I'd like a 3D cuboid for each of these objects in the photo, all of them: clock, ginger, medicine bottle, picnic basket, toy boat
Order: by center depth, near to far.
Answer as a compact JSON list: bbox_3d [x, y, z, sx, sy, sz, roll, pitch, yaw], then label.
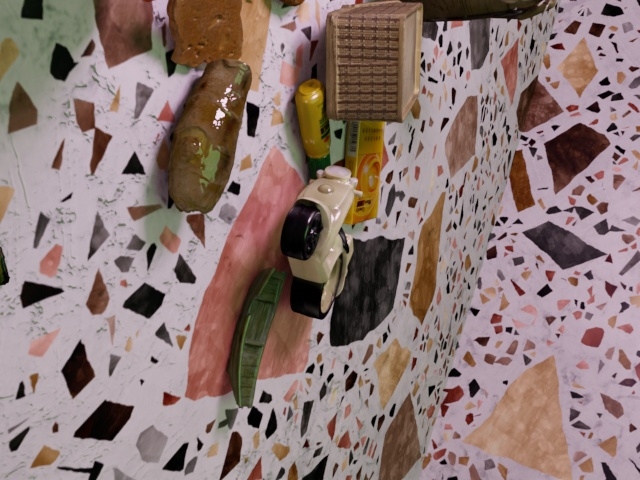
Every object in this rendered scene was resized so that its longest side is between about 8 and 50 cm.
[{"bbox_3d":[-0.187,-0.172,1.148,0.116,0.109,0.263,23,79,-34],"label":"ginger"},{"bbox_3d":[-0.139,0.196,1.426,0.093,0.055,0.293,26,76,-61],"label":"toy boat"},{"bbox_3d":[0.000,0.000,1.491,0.379,0.120,0.277,88,22,-54],"label":"clock"},{"bbox_3d":[-0.009,-0.216,1.497,0.095,0.064,0.261,-70,159,-48],"label":"medicine bottle"},{"bbox_3d":[0.117,-0.394,1.504,0.313,0.175,0.228,-57,149,-62],"label":"picnic basket"}]

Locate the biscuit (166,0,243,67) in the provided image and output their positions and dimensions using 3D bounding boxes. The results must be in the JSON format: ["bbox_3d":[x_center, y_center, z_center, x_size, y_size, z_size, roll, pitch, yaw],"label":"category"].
[{"bbox_3d":[-0.181,-0.348,1.120,0.162,0.035,0.250,-49,164,3],"label":"biscuit"}]

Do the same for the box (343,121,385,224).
[{"bbox_3d":[0.108,-0.182,1.741,0.152,0.043,0.269,-15,113,-58],"label":"box"}]

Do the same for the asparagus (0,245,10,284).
[{"bbox_3d":[-0.421,-0.047,0.862,0.022,0.023,0.233,-122,-152,-63],"label":"asparagus"}]

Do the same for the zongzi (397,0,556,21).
[{"bbox_3d":[0.333,-0.679,1.484,0.467,0.499,0.218,53,49,-54],"label":"zongzi"}]

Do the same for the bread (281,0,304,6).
[{"bbox_3d":[-0.047,-0.543,1.312,0.193,0.063,0.193,-44,143,-47],"label":"bread"}]
